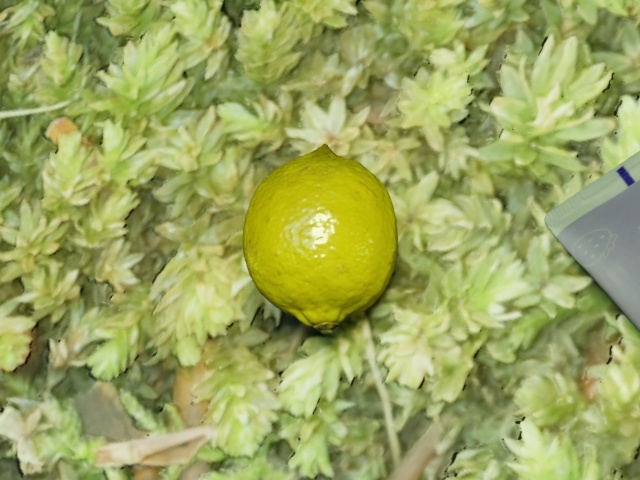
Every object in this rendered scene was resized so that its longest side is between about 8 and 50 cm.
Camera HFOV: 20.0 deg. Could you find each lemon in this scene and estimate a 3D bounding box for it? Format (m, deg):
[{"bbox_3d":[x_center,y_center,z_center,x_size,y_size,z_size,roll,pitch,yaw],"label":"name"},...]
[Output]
[{"bbox_3d":[0.000,0.000,1.241,0.109,0.109,0.133,-6,71,23],"label":"lemon"}]

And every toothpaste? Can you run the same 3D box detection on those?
[{"bbox_3d":[0.255,0.053,1.090,0.125,0.080,0.371,-36,42,7],"label":"toothpaste"}]
